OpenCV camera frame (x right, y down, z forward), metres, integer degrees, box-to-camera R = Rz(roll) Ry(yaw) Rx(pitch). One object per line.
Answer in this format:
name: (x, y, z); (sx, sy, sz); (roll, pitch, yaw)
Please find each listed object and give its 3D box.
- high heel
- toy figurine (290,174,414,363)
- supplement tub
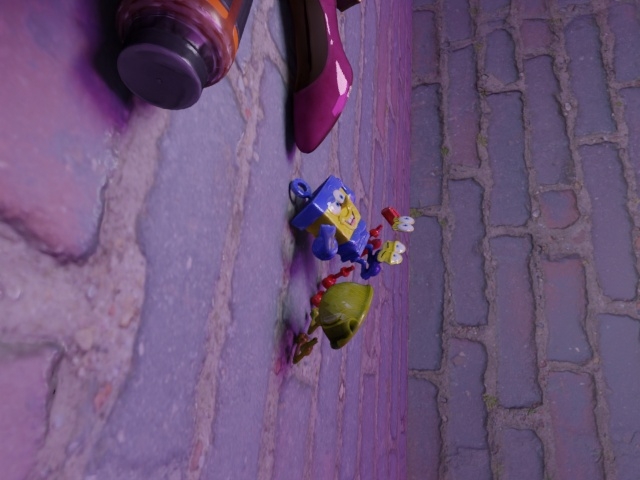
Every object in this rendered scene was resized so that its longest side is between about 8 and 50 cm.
high heel: (-0.036, -0.343, 0.783); (0.181, 0.127, 0.377); (18, 74, -36)
toy figurine: (0.000, 0.000, 0.812); (0.217, 0.191, 0.362); (49, 39, -14)
supplement tub: (-0.121, -0.217, 0.435); (0.106, 0.106, 0.197); (60, 32, -54)
